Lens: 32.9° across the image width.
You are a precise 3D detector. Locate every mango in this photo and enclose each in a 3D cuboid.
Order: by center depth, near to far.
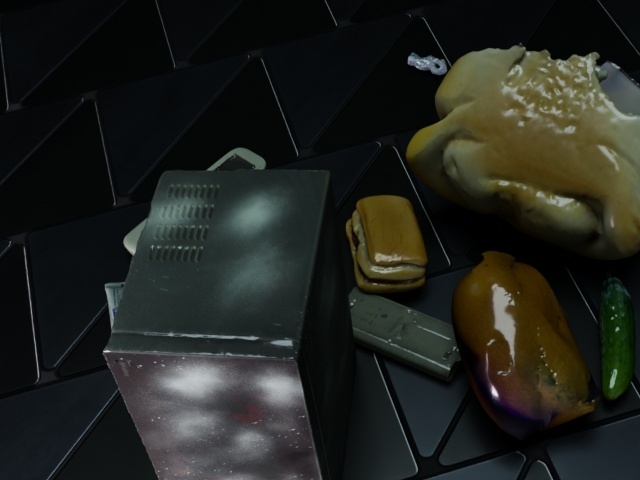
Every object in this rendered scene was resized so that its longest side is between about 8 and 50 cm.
[{"bbox_3d":[0.290,0.150,1.609,0.153,0.201,0.287,-33,52,24],"label":"mango"}]

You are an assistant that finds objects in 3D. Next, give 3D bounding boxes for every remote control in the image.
[{"bbox_3d":[-0.222,-0.063,1.962,0.090,0.038,0.309,32,59,30],"label":"remote control"}]

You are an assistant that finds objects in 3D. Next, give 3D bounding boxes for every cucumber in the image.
[{"bbox_3d":[0.458,0.141,1.675,0.056,0.056,0.250,3,52,10],"label":"cucumber"}]

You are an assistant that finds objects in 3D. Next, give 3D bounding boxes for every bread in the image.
[{"bbox_3d":[0.365,-0.139,1.753,0.424,0.329,0.245,27,58,21],"label":"bread"},{"bbox_3d":[0.111,0.004,1.820,0.116,0.077,0.200,2,39,-9],"label":"bread"}]

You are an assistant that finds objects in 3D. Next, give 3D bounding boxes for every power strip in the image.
[{"bbox_3d":[0.114,0.142,1.735,0.268,0.034,0.092,21,55,24],"label":"power strip"}]

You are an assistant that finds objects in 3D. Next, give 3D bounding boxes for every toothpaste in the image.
[{"bbox_3d":[-0.321,0.151,1.790,0.060,0.038,0.233,-10,45,-6],"label":"toothpaste"}]

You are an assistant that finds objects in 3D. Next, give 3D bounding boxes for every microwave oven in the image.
[{"bbox_3d":[-0.094,0.151,1.490,0.236,0.432,0.374,2,49,10],"label":"microwave oven"}]

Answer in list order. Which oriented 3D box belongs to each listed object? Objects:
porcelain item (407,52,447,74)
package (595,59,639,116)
[{"bbox_3d":[0.216,-0.353,2.166,0.083,0.028,0.036,23,72,24],"label":"porcelain item"},{"bbox_3d":[0.538,-0.218,1.987,0.251,0.062,0.204,38,62,19],"label":"package"}]
